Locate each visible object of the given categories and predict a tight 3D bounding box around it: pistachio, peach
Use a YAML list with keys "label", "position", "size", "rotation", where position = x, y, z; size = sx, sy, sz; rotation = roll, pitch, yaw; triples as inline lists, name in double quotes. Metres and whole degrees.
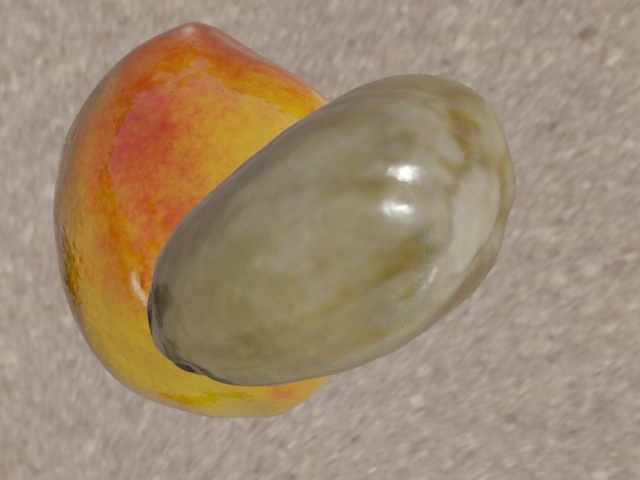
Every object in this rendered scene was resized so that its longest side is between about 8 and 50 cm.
- label: "pistachio"
  position: [0.000, 0.000, 0.831]
  size: [0.185, 0.108, 0.126]
  rotation: [-34, 55, 17]
- label: "peach"
  position: [-0.091, -0.016, 1.620]
  size: [0.289, 0.289, 0.308]
  rotation: [-25, 113, -12]
